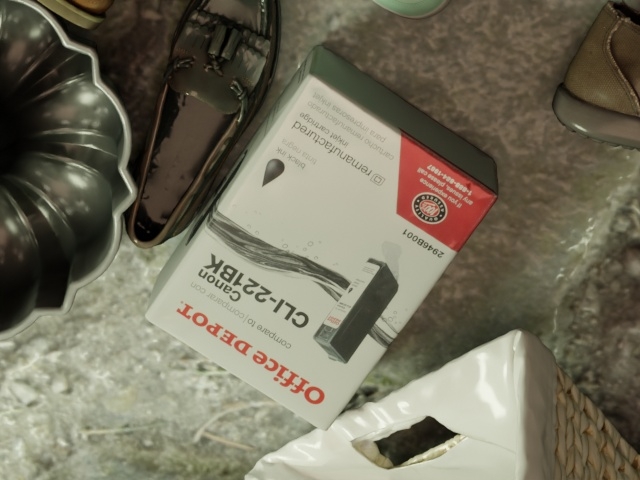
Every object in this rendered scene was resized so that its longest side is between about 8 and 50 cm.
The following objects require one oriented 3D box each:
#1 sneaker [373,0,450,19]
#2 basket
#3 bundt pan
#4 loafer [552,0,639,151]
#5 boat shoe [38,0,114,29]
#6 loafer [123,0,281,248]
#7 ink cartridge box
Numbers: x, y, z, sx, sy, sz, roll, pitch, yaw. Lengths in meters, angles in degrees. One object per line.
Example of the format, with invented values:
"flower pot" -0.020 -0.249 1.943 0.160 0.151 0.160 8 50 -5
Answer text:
"sneaker" 0.024 -0.278 1.644 0.094 0.151 0.256 -33 105 11
"basket" 0.119 0.313 1.701 0.328 0.331 0.266 -30 122 28
"bundt pan" -0.316 -0.083 1.741 0.331 0.124 0.331 1 109 2
"loafer" 0.386 -0.127 1.683 0.366 0.134 0.130 9 109 0
"boat shoe" -0.266 -0.313 1.649 0.104 0.111 0.307 -43 91 12
"loafer" -0.103 -0.111 1.740 0.096 0.084 0.267 21 108 -4
"ink cartridge box" 0.000 0.000 1.755 0.197 0.114 0.273 33 108 -7
